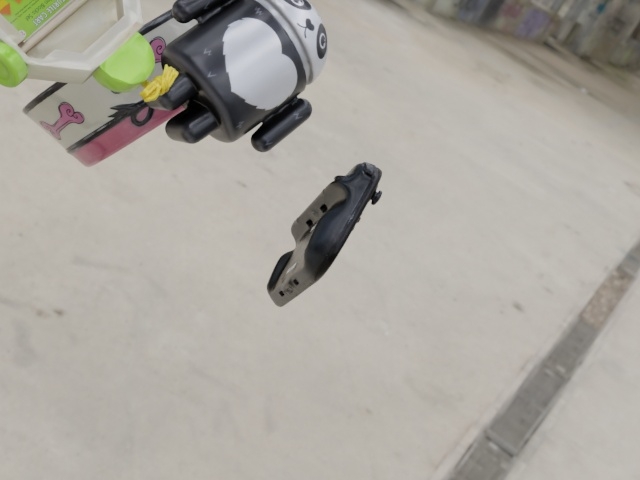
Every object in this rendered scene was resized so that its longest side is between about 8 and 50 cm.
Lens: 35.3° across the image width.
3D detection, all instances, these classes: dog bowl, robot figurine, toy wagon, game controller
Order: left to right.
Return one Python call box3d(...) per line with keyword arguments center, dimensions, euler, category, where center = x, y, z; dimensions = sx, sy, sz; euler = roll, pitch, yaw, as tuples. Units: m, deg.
box3d(center=(-0.327, -0.295, 1.242), dimensions=(0.344, 0.068, 0.267), euler=(45, 54, -12), category="toy wagon")
box3d(center=(-0.314, -0.279, 1.784), dimensions=(0.150, 0.408, 0.408), euler=(57, 15, -12), category="dog bowl")
box3d(center=(-0.117, -0.253, 1.461), dimensions=(0.173, 0.278, 0.209), euler=(43, -18, 26), category="robot figurine")
box3d(center=(0.000, 0.000, 1.359), dimensions=(0.067, 0.166, 0.319), euler=(23, -16, -7), category="game controller")
